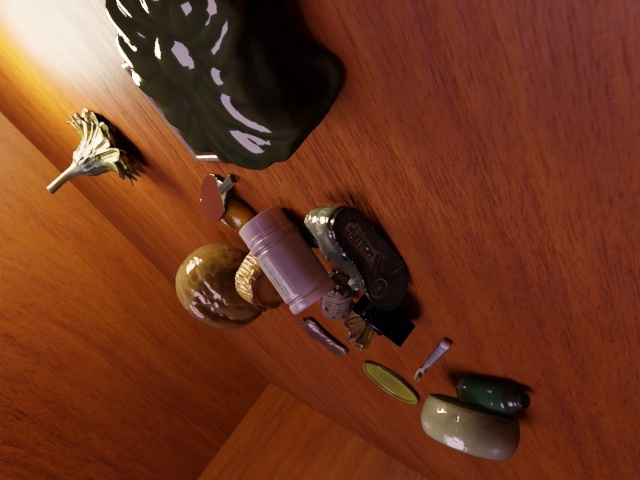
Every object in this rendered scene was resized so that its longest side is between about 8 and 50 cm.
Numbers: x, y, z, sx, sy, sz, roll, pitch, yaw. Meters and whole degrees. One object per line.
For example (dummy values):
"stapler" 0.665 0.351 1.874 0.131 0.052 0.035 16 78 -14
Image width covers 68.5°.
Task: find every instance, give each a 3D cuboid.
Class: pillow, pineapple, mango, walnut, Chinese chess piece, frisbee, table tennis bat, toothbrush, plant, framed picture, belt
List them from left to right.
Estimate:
"plant" -0.766 -0.301 1.563 0.306 0.297 0.261 34 130 52
"framed picture" -0.329 -0.306 1.111 0.211 0.020 0.289 10 142 48
"table tennis bat" -0.282 -0.128 1.292 0.220 0.019 0.130 -29 78 52
"walnut" -0.339 0.166 1.643 0.332 0.333 0.333 32 156 17
"mango" -0.254 -0.083 1.347 0.187 0.066 0.101 36 157 29
"pillow" 0.011 0.374 1.800 0.211 0.034 0.135 41 153 -6
"pineapple" 0.114 0.232 1.332 0.069 0.116 0.137 33 -149 -47
"belt" 0.153 0.192 1.157 0.151 0.078 0.198 35 176 26
"frisbee" 0.254 0.519 1.716 0.236 0.017 0.236 33 156 17
"toothbrush" 0.304 0.333 1.297 0.025 0.030 0.342 29 153 13
"Chinese chess piece" 0.390 0.484 1.237 0.250 0.101 0.250 14 173 2

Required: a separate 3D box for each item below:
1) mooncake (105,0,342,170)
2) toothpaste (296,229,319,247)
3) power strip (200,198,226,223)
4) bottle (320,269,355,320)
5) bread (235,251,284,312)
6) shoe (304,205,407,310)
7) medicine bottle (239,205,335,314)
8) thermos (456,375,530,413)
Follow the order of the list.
"mooncake" -0.152 -0.275 0.701 0.351 0.187 0.351 32 158 15
"toothpaste" 0.000 0.000 1.149 0.197 0.035 0.057 4 128 57
"power strip" -0.316 -0.093 1.451 0.123 0.032 0.056 32 154 18
"bottle" 0.046 0.140 1.266 0.099 0.099 0.152 30 146 22
"bread" -0.150 0.094 1.339 0.104 0.199 0.199 27 154 36
"shoe" 0.074 0.028 1.017 0.149 0.109 0.293 25 157 53
"medicine bottle" -0.082 0.048 1.167 0.250 0.133 0.133 55 156 3
"thermos" 0.426 0.382 1.149 0.083 0.073 0.187 47 155 -13
